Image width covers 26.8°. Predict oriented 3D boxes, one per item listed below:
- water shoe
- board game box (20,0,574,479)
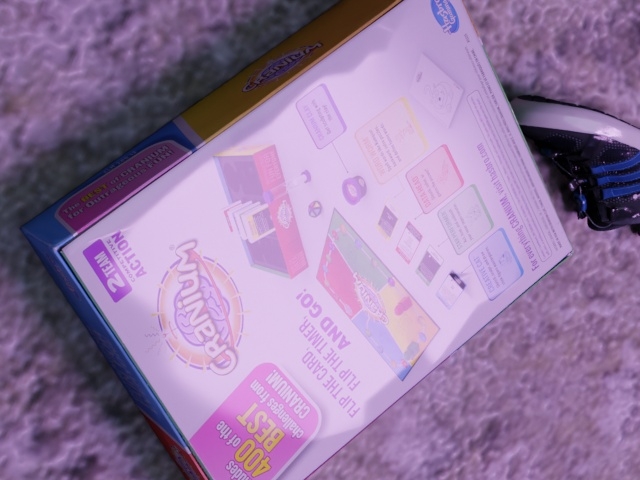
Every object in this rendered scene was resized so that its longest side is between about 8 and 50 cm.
[{"bbox_3d":[0.215,-0.047,1.001,0.203,0.073,0.080,18,94,-32],"label":"water shoe"},{"bbox_3d":[0.000,0.000,0.887,0.316,0.064,0.242,-37,117,-18],"label":"board game box"}]
